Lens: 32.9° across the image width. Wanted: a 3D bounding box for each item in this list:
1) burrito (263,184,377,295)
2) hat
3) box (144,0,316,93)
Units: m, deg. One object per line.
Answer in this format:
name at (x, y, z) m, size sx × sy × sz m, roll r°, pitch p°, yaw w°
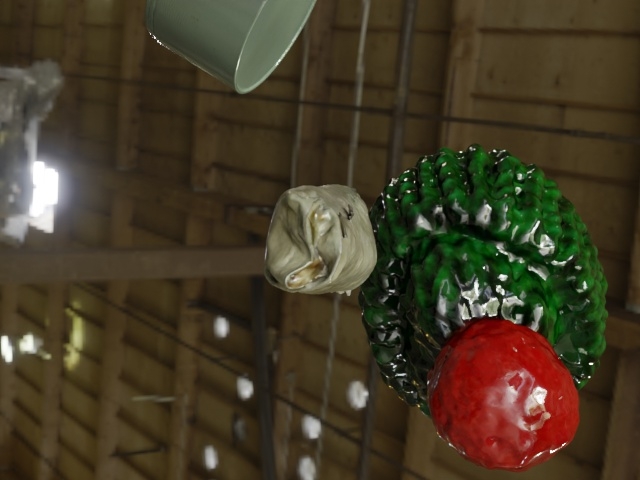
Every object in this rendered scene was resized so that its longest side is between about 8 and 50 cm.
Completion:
burrito at (0.000, 0.000, 0.739) m, size 0.226 × 0.060 × 0.086 m, roll -2°, pitch 84°, yaw -82°
hat at (0.141, 0.090, 0.976) m, size 0.242 × 0.274 × 0.332 m, roll -27°, pitch -155°, yaw 21°
box at (-0.111, -0.333, 1.460) m, size 0.149 × 0.226 × 0.226 m, roll 33°, pitch -55°, yaw 7°
